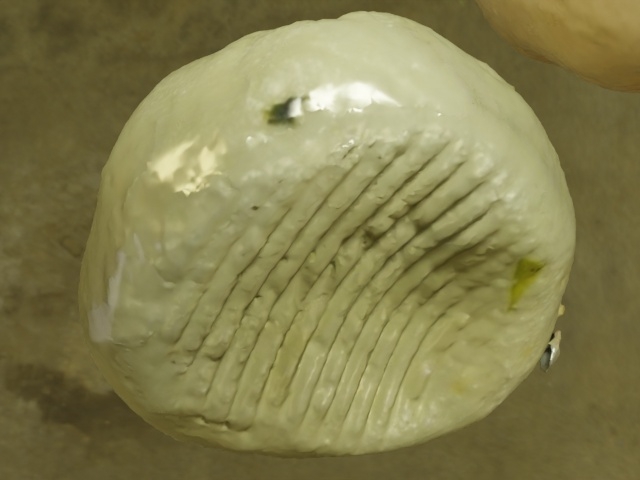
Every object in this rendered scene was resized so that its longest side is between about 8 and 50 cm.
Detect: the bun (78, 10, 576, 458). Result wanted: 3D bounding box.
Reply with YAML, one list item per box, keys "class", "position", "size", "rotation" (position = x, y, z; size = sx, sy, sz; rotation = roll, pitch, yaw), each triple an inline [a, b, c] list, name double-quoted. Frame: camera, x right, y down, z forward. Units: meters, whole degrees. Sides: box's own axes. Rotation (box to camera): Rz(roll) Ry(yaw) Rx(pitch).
- class: "bun"
  position: [0.000, 0.000, 0.550]
  size: [0.259, 0.259, 0.160]
  rotation: [-31, 42, 9]

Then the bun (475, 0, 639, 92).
- class: "bun"
  position: [0.224, -0.170, 0.576]
  size: [0.299, 0.299, 0.165]
  rotation: [-24, 115, 11]
